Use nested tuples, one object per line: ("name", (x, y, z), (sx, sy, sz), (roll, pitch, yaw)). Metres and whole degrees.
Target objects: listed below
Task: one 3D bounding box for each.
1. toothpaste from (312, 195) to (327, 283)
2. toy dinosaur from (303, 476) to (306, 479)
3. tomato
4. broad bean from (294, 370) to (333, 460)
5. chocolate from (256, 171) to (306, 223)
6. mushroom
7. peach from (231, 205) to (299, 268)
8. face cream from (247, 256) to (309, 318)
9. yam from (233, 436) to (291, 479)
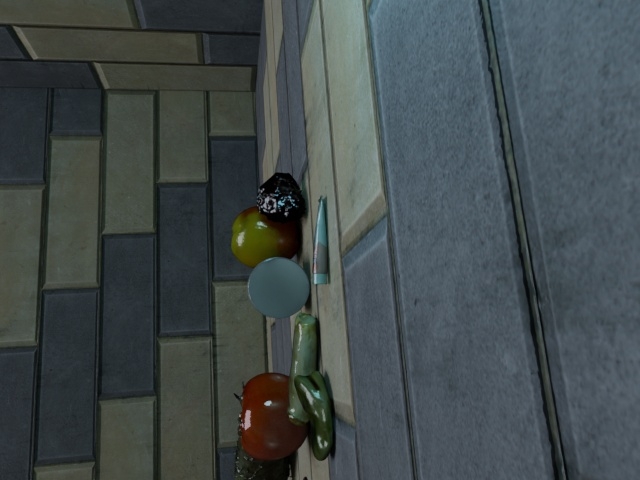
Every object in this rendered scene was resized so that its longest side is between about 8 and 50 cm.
("toothpaste", (0.000, 0.000, 1.232), (0.056, 0.036, 0.205), (138, 133, -79))
("toy dinosaur", (-0.070, 0.848, 1.731), (0.286, 0.070, 0.138), (106, 170, -69))
("tomato", (-0.147, 0.532, 1.603), (0.256, 0.225, 0.255), (178, 90, -84))
("broad bean", (-0.005, 0.420, 1.272), (0.153, 0.073, 0.206), (110, 144, -70))
("chocolate", (-0.093, -0.109, 1.540), (0.133, 0.156, 0.156), (27, 121, 50))
("mushroom", (-0.045, 0.355, 1.429), (0.100, 0.081, 0.311), (-137, 50, -72))
("peach", (-0.176, -0.014, 1.701), (0.231, 0.231, 0.230), (178, 90, -80))
("face cream", (-0.126, 0.139, 1.552), (0.153, 0.178, 0.177), (144, 123, -81))
("yam", (-0.217, 0.823, 2.056), (0.240, 0.241, 0.347), (-104, 19, -50))
